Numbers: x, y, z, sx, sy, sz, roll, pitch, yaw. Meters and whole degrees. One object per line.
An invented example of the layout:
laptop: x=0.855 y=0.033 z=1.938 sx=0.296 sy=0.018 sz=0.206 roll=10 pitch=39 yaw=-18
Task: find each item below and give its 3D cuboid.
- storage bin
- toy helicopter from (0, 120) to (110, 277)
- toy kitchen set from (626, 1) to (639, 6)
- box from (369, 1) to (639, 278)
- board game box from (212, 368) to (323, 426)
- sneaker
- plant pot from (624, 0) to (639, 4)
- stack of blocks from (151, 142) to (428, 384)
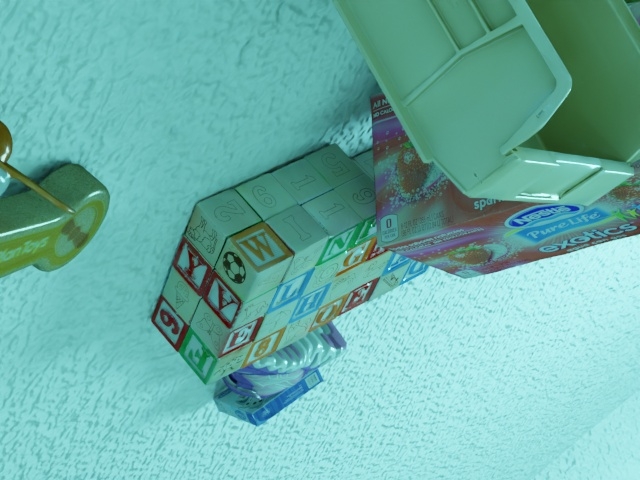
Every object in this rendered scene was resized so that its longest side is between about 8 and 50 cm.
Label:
storage bin: x=0.132 y=-0.163 z=1.317 sx=0.123 sy=0.260 sz=0.262 roll=-35 pitch=164 yaw=23
toy helicopter: x=-0.247 y=-0.005 z=1.205 sx=0.235 sy=0.140 sz=0.355 roll=-62 pitch=164 yaw=23
toy kitchen set: x=0.200 y=-0.219 z=1.629 sx=0.207 sy=0.166 sz=0.122 roll=-7 pitch=162 yaw=10
box: x=0.203 y=-0.082 z=1.540 sx=0.300 sy=0.154 sz=0.142 roll=-16 pitch=157 yaw=35
board game box: x=-0.056 y=0.159 z=1.894 sx=0.090 sy=0.020 sz=0.090 roll=-33 pitch=-158 yaw=-23
sneaker: x=-0.066 y=0.114 z=1.775 sx=0.104 sy=0.095 sz=0.236 roll=-41 pitch=162 yaw=18
plant pot: x=0.350 y=-0.130 z=1.702 sx=0.275 sy=0.293 sz=0.275 roll=-28 pitch=136 yaw=-31
stack of blocks: x=0.000 y=0.000 z=1.660 sx=0.297 sy=0.087 sz=0.171 roll=-25 pitch=154 yaw=-38
